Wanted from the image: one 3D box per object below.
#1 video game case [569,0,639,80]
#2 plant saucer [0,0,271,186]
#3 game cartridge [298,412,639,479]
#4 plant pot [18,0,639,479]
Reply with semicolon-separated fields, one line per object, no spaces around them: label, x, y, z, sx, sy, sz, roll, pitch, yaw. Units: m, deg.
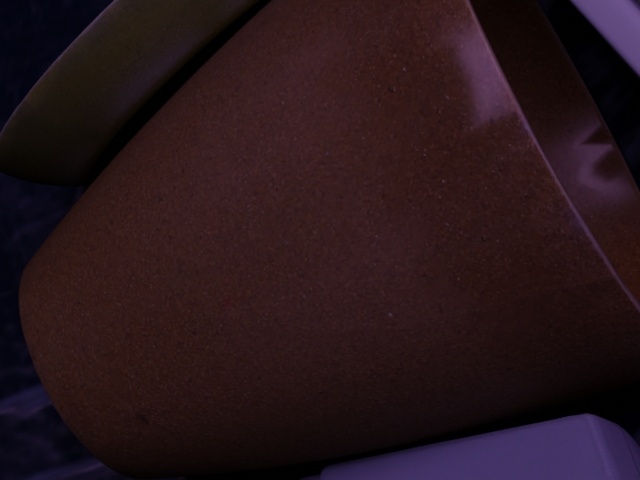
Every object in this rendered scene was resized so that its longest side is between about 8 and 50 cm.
video game case;0.139;-0.112;0.794;0.022;0.173;0.190;-45;59;16
plant saucer;-0.054;-0.100;0.816;0.241;0.241;0.037;-41;88;-8
game cartridge;0.060;0.222;0.666;0.196;0.060;0.294;-19;56;39
plant pot;0.000;0.000;0.757;0.254;0.237;0.237;-27;59;17
